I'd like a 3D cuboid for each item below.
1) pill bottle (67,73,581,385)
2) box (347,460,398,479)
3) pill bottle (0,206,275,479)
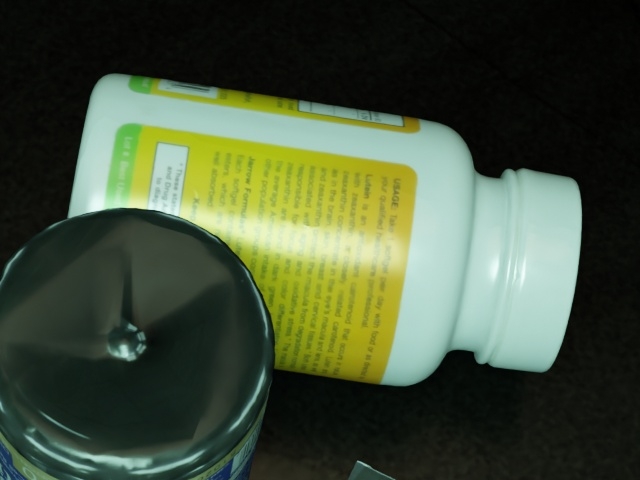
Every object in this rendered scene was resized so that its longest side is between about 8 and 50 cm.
[{"bbox_3d":[0.000,0.000,0.962,0.246,0.136,0.136,9,61,-3],"label":"pill bottle"},{"bbox_3d":[0.036,0.201,0.922,0.116,0.029,0.162,25,63,6],"label":"box"},{"bbox_3d":[-0.088,0.083,0.857,0.123,0.219,0.122,3,64,-6],"label":"pill bottle"}]
